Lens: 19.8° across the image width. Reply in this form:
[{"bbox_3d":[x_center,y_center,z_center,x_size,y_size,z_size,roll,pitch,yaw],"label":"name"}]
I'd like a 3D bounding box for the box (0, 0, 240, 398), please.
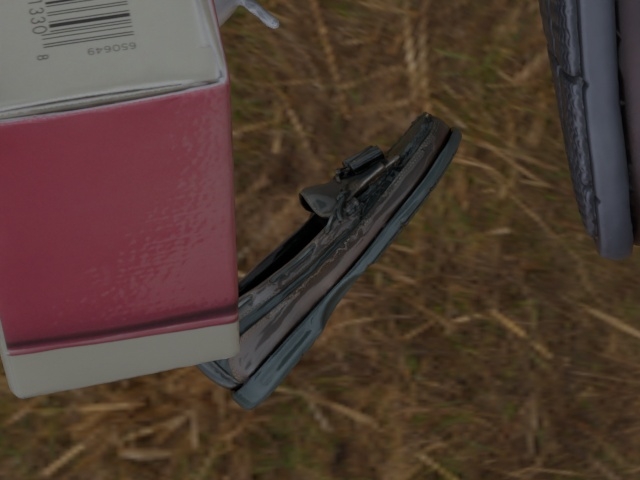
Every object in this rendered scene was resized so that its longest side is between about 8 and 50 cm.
[{"bbox_3d":[-0.114,-0.050,0.908,0.127,0.232,0.148,-10,56,-8],"label":"box"}]

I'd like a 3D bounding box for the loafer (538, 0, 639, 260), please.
[{"bbox_3d":[0.106,-0.143,0.549,0.095,0.109,0.302,-8,103,3],"label":"loafer"}]

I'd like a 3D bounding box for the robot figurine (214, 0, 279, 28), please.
[{"bbox_3d":[-0.180,-0.246,1.222,0.353,0.300,0.200,29,120,-12],"label":"robot figurine"}]

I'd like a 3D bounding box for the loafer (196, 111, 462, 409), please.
[{"bbox_3d":[0.000,0.000,1.367,0.084,0.096,0.267,39,81,-5],"label":"loafer"}]
